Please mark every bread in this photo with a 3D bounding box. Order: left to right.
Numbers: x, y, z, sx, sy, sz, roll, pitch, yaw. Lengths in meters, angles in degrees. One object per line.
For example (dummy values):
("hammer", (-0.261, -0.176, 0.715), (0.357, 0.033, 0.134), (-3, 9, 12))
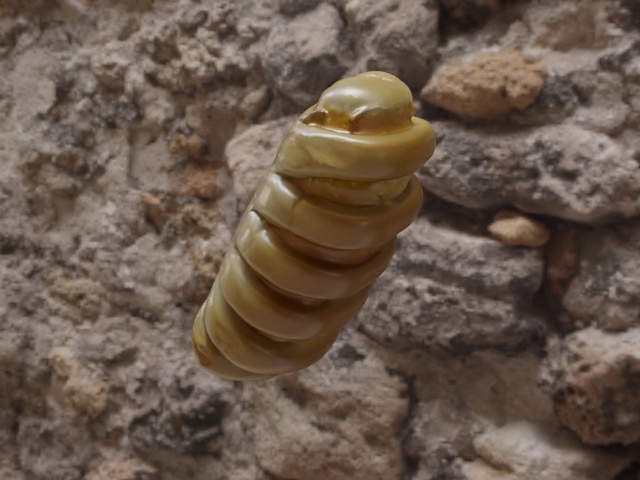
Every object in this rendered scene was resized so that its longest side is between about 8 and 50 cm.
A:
("bread", (0.000, 0.000, 0.700), (0.121, 0.311, 0.173), (38, 34, 14))
